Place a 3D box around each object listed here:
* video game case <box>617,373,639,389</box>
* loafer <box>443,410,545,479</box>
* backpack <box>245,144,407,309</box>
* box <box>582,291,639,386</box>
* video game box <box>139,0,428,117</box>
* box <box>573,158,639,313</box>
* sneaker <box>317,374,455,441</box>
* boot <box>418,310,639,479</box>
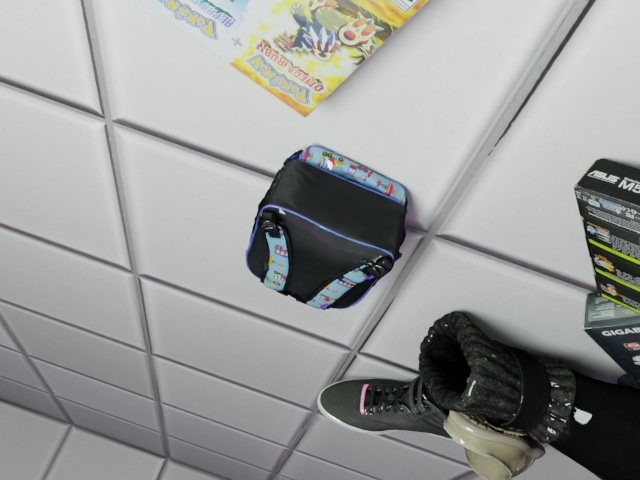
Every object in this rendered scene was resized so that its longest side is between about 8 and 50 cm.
[{"bbox_3d":[0.484,0.336,0.823,0.196,0.026,0.274,23,127,52],"label":"video game case"},{"bbox_3d":[0.260,0.316,0.929,0.268,0.092,0.102,33,-179,-44],"label":"loafer"},{"bbox_3d":[0.000,0.000,0.689,0.158,0.117,0.173,22,148,-5],"label":"backpack"},{"bbox_3d":[0.435,0.105,0.677,0.175,0.051,0.220,39,144,-29],"label":"box"},{"bbox_3d":[-0.040,-0.206,0.466,0.205,0.048,0.187,32,149,-19],"label":"video game box"},{"bbox_3d":[0.331,0.026,0.544,0.190,0.045,0.184,31,165,46],"label":"box"},{"bbox_3d":[0.137,0.264,1.039,0.295,0.105,0.147,6,144,10],"label":"sneaker"},{"bbox_3d":[0.293,0.202,0.753,0.260,0.131,0.348,30,168,-18],"label":"boot"}]
